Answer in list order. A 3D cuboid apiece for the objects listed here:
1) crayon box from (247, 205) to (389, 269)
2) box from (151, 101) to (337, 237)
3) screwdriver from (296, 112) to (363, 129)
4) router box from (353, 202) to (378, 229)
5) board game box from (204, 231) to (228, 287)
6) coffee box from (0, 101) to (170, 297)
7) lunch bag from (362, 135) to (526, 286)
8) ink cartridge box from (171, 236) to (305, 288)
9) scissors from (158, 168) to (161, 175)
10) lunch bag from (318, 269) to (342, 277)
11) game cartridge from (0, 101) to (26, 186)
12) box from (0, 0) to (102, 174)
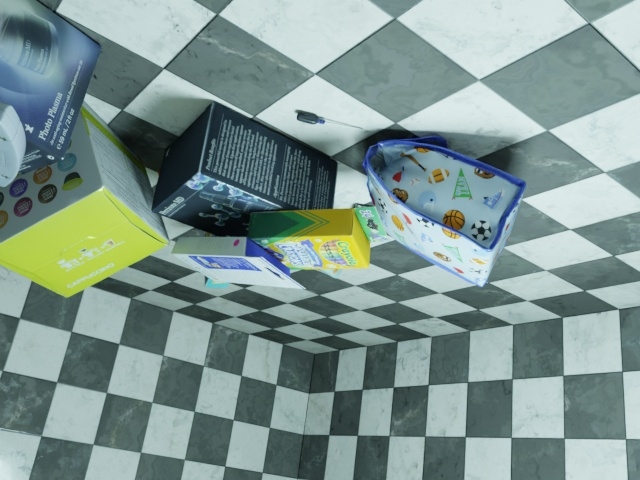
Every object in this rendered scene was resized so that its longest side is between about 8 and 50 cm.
[{"bbox_3d":[0.000,0.000,1.612,0.322,0.083,0.203,-3,154,17],"label":"crayon box"},{"bbox_3d":[-0.199,-0.146,1.693,0.395,0.212,0.293,22,152,-29],"label":"box"},{"bbox_3d":[0.024,-0.287,1.539,0.169,0.024,0.025,10,-174,-8],"label":"screwdriver"},{"bbox_3d":[0.157,-0.073,1.984,0.122,0.038,0.092,11,158,-7],"label":"router box"},{"bbox_3d":[-0.309,-0.017,1.987,0.079,0.254,0.336,2,160,-17],"label":"board game box"},{"bbox_3d":[-0.654,-0.105,1.649,0.337,0.335,0.338,-27,152,3],"label":"coffee box"},{"bbox_3d":[0.299,-0.091,1.623,0.385,0.239,0.328,26,164,19],"label":"lunch bag"},{"bbox_3d":[-0.213,0.056,1.644,0.370,0.069,0.175,4,154,44],"label":"ink cartridge box"},{"bbox_3d":[-0.353,-0.205,1.866,0.297,0.021,0.109,-7,153,34],"label":"scissors"},{"bbox_3d":[-0.041,-0.024,2.008,0.262,0.160,0.223,34,174,34],"label":"lunch bag"},{"bbox_3d":[-0.662,-0.195,1.183,0.198,0.062,0.297,13,157,-21],"label":"game cartridge"},{"bbox_3d":[-0.650,-0.340,1.282,0.182,0.297,0.294,-9,152,37],"label":"box"}]
